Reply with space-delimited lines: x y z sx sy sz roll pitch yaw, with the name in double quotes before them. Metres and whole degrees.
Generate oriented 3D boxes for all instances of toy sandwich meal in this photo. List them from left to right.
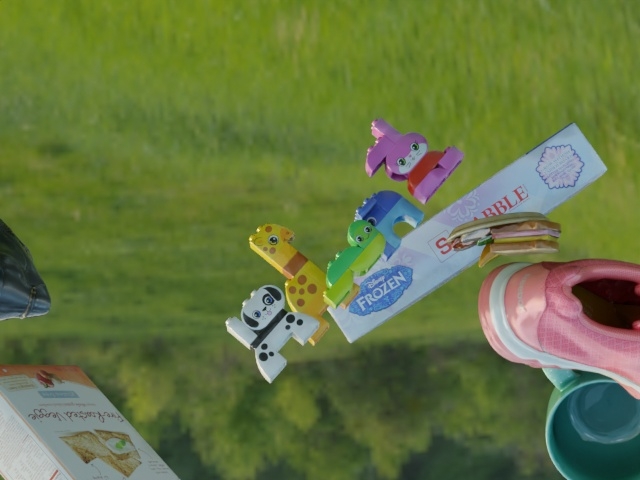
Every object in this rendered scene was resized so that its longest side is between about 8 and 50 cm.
"toy sandwich meal" 0.133 0.001 1.119 0.086 0.029 0.085 -9 169 -2

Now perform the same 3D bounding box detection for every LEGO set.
"LEGO set" 0.000 0.000 1.204 0.093 0.227 0.087 39 167 9

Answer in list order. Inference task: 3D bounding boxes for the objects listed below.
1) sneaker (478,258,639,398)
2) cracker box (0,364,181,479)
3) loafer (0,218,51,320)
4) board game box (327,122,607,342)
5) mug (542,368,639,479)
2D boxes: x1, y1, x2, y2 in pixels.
"sneaker" 0.303 0.084 1.398 0.314 0.115 0.136 11 164 -23
"cracker box" -0.242 0.220 1.558 0.067 0.232 0.156 -54 153 15
"loafer" -0.237 0.017 1.112 0.061 0.170 0.062 18 107 -26
"board game box" 0.164 -0.009 1.729 0.318 0.066 0.319 -34 176 6
"mug" 0.302 0.176 1.638 0.130 0.157 0.097 -4 -165 12
